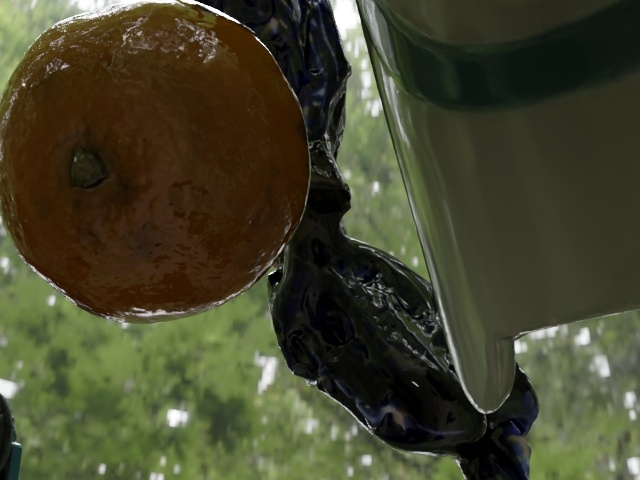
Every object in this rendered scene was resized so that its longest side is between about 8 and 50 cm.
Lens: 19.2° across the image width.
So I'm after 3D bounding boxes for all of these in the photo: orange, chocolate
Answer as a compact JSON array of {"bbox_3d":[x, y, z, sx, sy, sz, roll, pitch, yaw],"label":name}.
[{"bbox_3d":[-0.043,-0.019,0.473,0.083,0.083,0.083,1,-59,1],"label":"orange"},{"bbox_3d":[0.004,0.002,0.977,0.126,0.343,0.148,-26,-18,-4],"label":"chocolate"}]

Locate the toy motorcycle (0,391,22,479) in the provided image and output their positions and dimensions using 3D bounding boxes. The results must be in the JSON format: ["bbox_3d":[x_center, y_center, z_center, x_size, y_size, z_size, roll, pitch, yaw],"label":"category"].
[{"bbox_3d":[-0.268,0.235,1.341,0.123,0.272,0.182,19,-35,-42],"label":"toy motorcycle"}]

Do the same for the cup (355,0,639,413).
[{"bbox_3d":[0.134,-0.106,0.627,0.219,0.289,0.258,-14,-86,37],"label":"cup"}]
